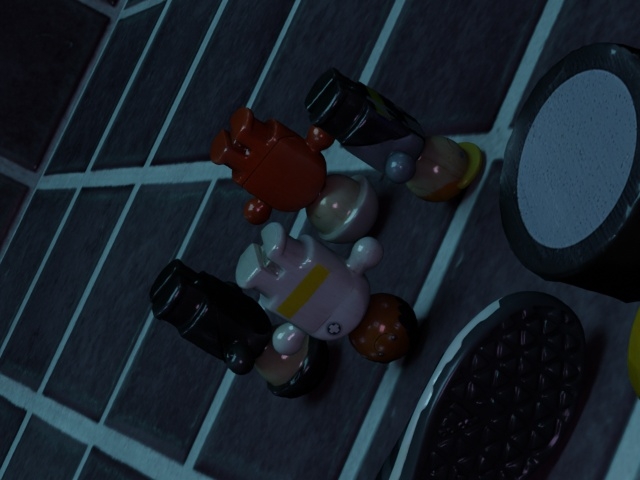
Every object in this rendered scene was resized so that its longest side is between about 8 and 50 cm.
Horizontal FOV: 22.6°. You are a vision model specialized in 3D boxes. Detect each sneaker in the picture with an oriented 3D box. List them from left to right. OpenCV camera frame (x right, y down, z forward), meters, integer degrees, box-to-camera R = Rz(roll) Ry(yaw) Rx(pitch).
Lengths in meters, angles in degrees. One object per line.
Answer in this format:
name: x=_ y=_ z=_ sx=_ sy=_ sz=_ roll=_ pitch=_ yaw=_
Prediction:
sneaker: x=0.064 y=0.127 z=0.919 sx=0.234 sy=0.084 sz=0.097 roll=-61 pitch=19 yaw=3

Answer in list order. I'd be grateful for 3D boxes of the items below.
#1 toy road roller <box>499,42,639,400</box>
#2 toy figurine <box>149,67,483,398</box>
toy road roller: x=0.240 y=-0.034 z=0.553 sx=0.329 sy=0.202 sz=0.240 roll=-58 pitch=32 yaw=25
toy figurine: x=0.000 y=0.000 z=1.167 sx=0.209 sy=0.148 sz=0.213 roll=-20 pitch=44 yaw=54
